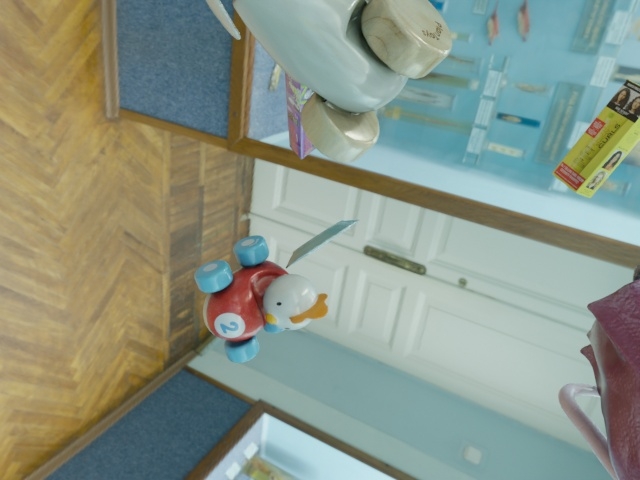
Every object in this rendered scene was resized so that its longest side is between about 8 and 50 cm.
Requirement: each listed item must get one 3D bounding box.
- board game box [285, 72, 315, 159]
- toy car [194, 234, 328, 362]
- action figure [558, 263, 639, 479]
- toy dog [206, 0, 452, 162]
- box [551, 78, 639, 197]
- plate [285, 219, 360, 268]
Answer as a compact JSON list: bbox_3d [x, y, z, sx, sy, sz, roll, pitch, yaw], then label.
[{"bbox_3d":[0.030,-0.289,0.922,0.208,0.056,0.347,-43,172,-11],"label":"board game box"},{"bbox_3d":[-0.096,0.131,1.017,0.210,0.238,0.219,-37,121,-39],"label":"toy car"},{"bbox_3d":[0.263,0.208,0.354,0.275,0.248,0.370,113,-7,-50],"label":"action figure"},{"bbox_3d":[-0.021,-0.240,0.479,0.333,0.220,0.161,51,37,-27],"label":"toy dog"},{"bbox_3d":[0.597,-0.208,1.047,0.058,0.087,0.232,11,125,-31],"label":"box"},{"bbox_3d":[0.000,0.000,1.064,0.188,0.024,0.188,-32,179,0],"label":"plate"}]
